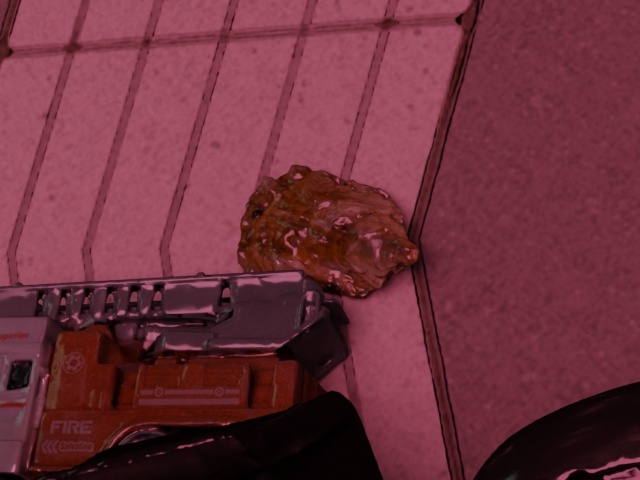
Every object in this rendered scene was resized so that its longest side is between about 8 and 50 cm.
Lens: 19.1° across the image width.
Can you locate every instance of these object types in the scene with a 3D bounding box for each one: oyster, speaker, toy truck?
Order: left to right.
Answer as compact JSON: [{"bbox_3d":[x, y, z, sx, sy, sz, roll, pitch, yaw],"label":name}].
[{"bbox_3d":[-0.151,0.115,1.365,0.338,0.133,0.184,-1,67,18],"label":"toy truck"},{"bbox_3d":[-0.030,0.268,1.162,0.180,0.184,0.388,-16,104,17],"label":"speaker"},{"bbox_3d":[0.000,0.000,1.386,0.121,0.045,0.146,-47,64,20],"label":"oyster"}]

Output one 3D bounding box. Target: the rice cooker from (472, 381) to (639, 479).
[{"bbox_3d":[0.216,0.207,1.143,0.267,0.224,0.267,-5,74,19],"label":"rice cooker"}]
